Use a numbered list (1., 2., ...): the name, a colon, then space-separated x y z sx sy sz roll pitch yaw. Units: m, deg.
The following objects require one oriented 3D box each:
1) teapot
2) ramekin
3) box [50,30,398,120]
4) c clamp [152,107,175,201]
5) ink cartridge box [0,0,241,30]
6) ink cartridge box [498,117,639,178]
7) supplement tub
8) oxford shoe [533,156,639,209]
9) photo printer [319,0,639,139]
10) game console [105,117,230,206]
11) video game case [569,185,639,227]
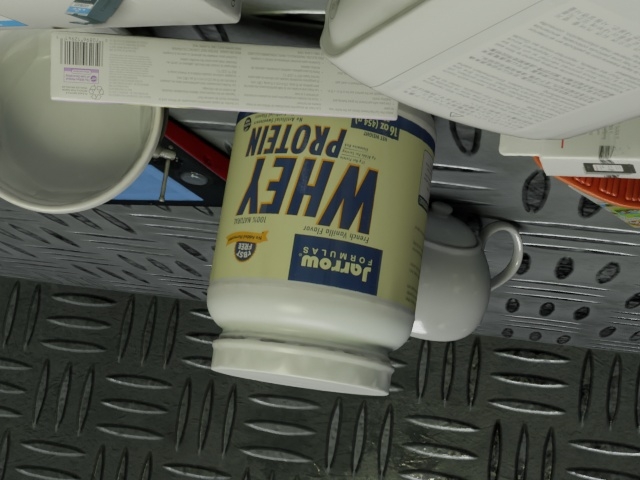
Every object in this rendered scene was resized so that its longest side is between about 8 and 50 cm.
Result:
1. teapot: 0.168 0.028 1.436 0.252 0.187 0.256 24 -160 16
2. ramekin: -0.261 -0.129 0.937 0.207 0.207 0.109 9 177 -5
3. box: -0.087 -0.155 0.865 0.324 0.067 0.063 1 -170 -8
4. c clamp: -0.230 -0.135 1.035 0.160 0.137 0.022 22 157 -29
5. ink cartridge box: -0.246 -0.224 0.690 0.296 0.066 0.261 3 178 22
6. ink cartridge box: 0.264 -0.115 0.851 0.180 0.104 0.060 4 168 22
7. supplement tub: 0.000 0.000 1.039 0.235 0.325 0.235 8 168 2
8. oxford shoe: 0.359 -0.070 1.007 0.271 0.097 0.098 15 175 2
9. photo printer: 0.160 -0.165 0.678 0.256 0.107 0.307 14 167 -24
10. game console: -0.333 -0.124 1.339 0.386 0.060 0.342 2 167 27
11. video game case: 0.465 -0.059 1.167 0.227 0.026 0.206 -4 163 42
